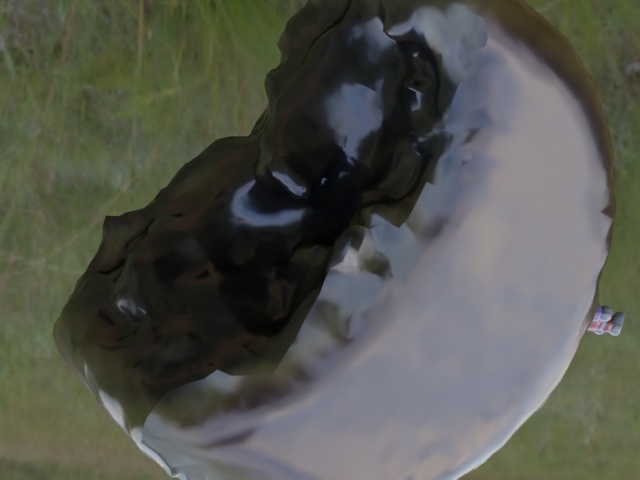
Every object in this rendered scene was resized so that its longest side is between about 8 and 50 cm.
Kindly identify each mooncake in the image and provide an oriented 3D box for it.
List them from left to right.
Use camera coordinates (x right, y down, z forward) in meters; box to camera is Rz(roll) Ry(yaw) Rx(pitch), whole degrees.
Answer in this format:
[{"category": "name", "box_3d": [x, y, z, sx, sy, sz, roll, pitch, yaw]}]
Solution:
[{"category": "mooncake", "box_3d": [0.000, 0.000, 0.855, 0.394, 0.393, 0.246, -15, -160, -19]}]

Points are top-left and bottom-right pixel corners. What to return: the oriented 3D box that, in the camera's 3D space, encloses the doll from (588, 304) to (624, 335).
[{"category": "doll", "box_3d": [0.186, 0.056, 1.134, 0.227, 0.075, 0.102, 17, 171, -11]}]
